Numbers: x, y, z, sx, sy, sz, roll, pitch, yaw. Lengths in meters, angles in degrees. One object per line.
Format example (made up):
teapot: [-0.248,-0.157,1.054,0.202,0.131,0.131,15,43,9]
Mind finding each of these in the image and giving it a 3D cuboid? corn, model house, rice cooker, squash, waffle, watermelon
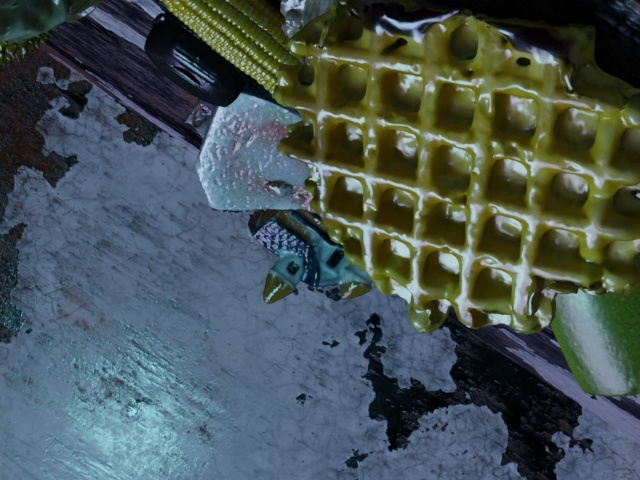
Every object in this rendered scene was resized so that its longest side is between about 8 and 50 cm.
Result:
corn: [-0.083,-0.236,1.070,0.248,0.081,0.081,36,174,-26]
model house: [0.000,0.000,1.680,0.253,0.291,0.184,35,180,-19]
rice cooker: [-0.143,-0.240,1.194,0.142,0.118,0.203,35,175,-15]
squash: [0.371,0.038,1.155,0.111,0.203,0.289,-164,53,-75]
waffle: [0.111,-0.062,0.736,0.312,0.060,0.307,-20,104,38]
watermelon: [-0.091,-0.127,1.419,0.320,0.214,0.289,43,177,23]

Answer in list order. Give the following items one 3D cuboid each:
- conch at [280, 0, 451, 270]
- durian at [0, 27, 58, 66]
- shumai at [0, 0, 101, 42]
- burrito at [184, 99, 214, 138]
conch: [0.083,-0.083,0.901,0.352,0.210,0.297,32,161,-6]
durian: [-0.479,-0.389,1.327,0.293,0.258,0.258,47,169,-26]
shumai: [-0.407,-0.300,1.045,0.309,0.263,0.304,28,147,-6]
burrito: [-0.152,-0.207,1.651,0.089,0.144,0.229,-18,151,20]
